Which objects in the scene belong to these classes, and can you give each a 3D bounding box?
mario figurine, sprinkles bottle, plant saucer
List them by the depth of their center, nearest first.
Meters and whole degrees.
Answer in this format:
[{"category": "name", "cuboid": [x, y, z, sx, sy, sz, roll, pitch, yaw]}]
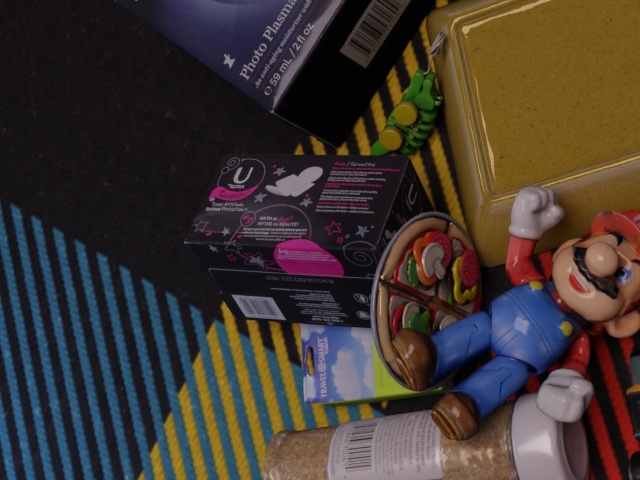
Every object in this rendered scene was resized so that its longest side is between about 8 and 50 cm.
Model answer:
[{"category": "mario figurine", "cuboid": [0.235, 0.065, 1.674, 0.320, 0.170, 0.198, -34, 108, -11]}, {"category": "sprinkles bottle", "cuboid": [0.115, 0.248, 1.785, 0.355, 0.121, 0.121, -11, 75, 26]}, {"category": "plant saucer", "cuboid": [0.281, -0.171, 1.808, 0.332, 0.081, 0.333, -17, 73, 23]}]

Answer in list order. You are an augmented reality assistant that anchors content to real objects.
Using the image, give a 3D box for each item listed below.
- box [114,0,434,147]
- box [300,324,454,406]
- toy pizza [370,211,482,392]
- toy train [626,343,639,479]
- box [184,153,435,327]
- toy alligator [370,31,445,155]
[{"category": "box", "cuboid": [-0.041, -0.323, 1.950, 0.294, 0.182, 0.296, 36, 97, 30]}, {"category": "box", "cuboid": [0.066, 0.134, 1.877, 0.178, 0.042, 0.109, -9, 75, 26]}, {"category": "toy pizza", "cuboid": [0.127, 0.069, 1.769, 0.032, 0.201, 0.201, 5, 82, 41]}, {"category": "toy train", "cuboid": [0.466, 0.166, 1.617, 0.334, 0.142, 0.190, -17, 63, 23]}, {"category": "box", "cuboid": [0.000, 0.000, 1.854, 0.247, 0.163, 0.142, 3, 53, 29]}, {"category": "toy alligator", "cuboid": [0.118, -0.159, 1.885, 0.051, 0.056, 0.190, 30, 124, -2]}]
